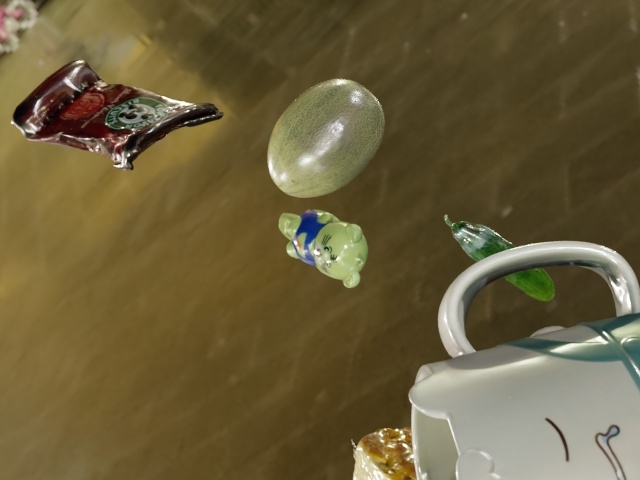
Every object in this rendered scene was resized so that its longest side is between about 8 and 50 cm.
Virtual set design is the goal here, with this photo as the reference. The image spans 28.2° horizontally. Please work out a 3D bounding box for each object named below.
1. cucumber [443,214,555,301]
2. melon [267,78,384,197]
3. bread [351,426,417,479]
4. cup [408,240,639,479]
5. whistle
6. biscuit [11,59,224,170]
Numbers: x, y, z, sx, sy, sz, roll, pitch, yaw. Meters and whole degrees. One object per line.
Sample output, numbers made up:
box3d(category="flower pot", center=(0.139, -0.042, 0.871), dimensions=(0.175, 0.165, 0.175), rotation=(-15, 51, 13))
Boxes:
box3d(category="cucumber", center=(0.281, 0.027, 1.951), dimensions=(0.056, 0.250, 0.056), rotation=(-39, 33, 32))
box3d(category="melon", center=(0.004, -0.100, 1.248), dimensions=(0.130, 0.098, 0.098), rotation=(-43, 20, -3))
box3d(category="bread", center=(0.206, 0.369, 1.611), dimensions=(0.279, 0.279, 0.207), rotation=(-137, 49, -59))
box3d(category="cup", center=(0.194, 0.143, 0.971), dimensions=(0.257, 0.290, 0.219), rotation=(-14, -14, -8))
box3d(category="whistle", center=(0.000, 0.000, 2.056), dimensions=(0.085, 0.105, 0.227), rotation=(-11, 24, -35))
box3d(category="biscuit", center=(-0.250, -0.148, 1.532), dimensions=(0.235, 0.063, 0.151), rotation=(16, 45, 31))
